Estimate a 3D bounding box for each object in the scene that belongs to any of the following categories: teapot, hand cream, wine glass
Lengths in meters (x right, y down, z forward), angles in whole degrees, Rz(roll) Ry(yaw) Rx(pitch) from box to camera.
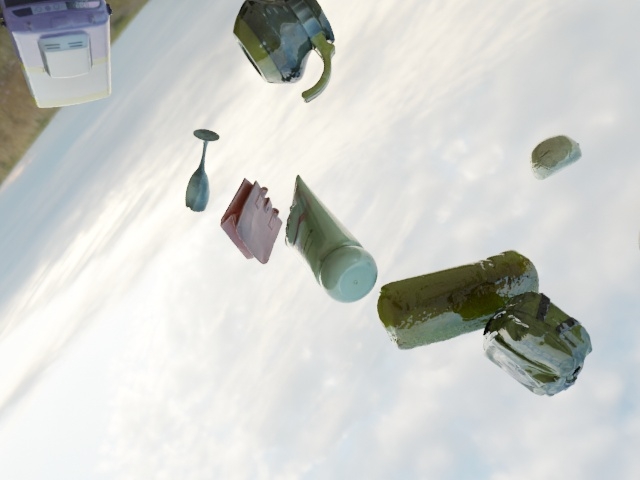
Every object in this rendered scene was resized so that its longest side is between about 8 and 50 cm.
[{"bbox_3d":[-0.041,-0.274,0.813,0.119,0.165,0.130,-35,173,1],"label":"teapot"},{"bbox_3d":[0.000,0.000,1.003,0.306,0.093,0.147,-131,-134,-58],"label":"hand cream"},{"bbox_3d":[-0.372,-0.223,2.165,0.096,0.264,0.309,-47,157,-57],"label":"wine glass"}]

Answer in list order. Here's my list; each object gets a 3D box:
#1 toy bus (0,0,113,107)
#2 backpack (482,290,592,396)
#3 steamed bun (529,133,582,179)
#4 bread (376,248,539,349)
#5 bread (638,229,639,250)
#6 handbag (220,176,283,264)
[{"bbox_3d":[-0.597,-0.481,1.318,0.209,0.249,0.440,-15,176,-21],"label":"toy bus"},{"bbox_3d":[0.442,0.202,1.181,0.207,0.253,0.140,36,-111,21],"label":"backpack"},{"bbox_3d":[0.579,-0.213,1.460,0.113,0.090,0.130,-26,172,-15],"label":"steamed bun"},{"bbox_3d":[0.320,0.140,1.336,0.384,0.166,0.112,-15,-173,-3],"label":"bread"},{"bbox_3d":[0.525,-0.003,0.837,0.125,0.086,0.156,1,-114,12],"label":"bread"},{"bbox_3d":[-0.171,-0.047,1.516,0.059,0.212,0.157,14,-114,24],"label":"handbag"}]
